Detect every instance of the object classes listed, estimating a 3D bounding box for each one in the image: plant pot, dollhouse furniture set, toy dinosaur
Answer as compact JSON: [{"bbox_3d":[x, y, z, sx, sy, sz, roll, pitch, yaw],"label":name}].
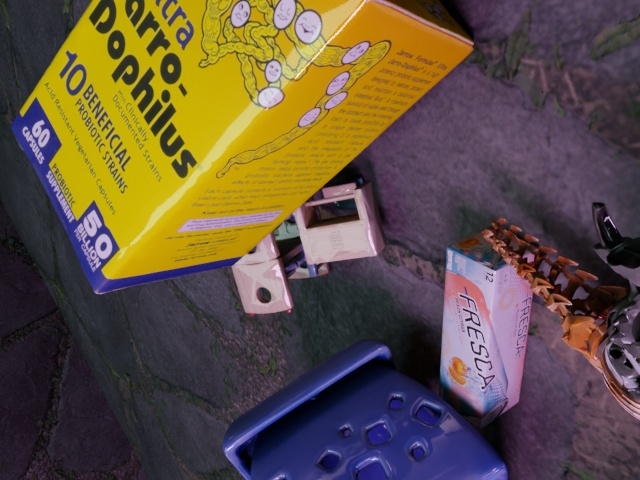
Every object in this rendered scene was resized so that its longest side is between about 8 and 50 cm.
[{"bbox_3d":[0.043,0.260,0.685,0.212,0.236,0.236,49,167,39],"label":"plant pot"},{"bbox_3d":[0.000,0.000,0.760,0.183,0.129,0.129,-9,105,26],"label":"dollhouse furniture set"},{"bbox_3d":[0.241,0.069,0.412,0.321,0.164,0.218,14,140,27],"label":"toy dinosaur"}]

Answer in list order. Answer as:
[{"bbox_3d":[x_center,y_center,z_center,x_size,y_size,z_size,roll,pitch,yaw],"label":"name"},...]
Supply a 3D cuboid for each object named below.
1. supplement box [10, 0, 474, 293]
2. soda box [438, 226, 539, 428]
[{"bbox_3d":[-0.082,-0.137,0.575,0.356,0.195,0.194,-40,74,30],"label":"supplement box"},{"bbox_3d":[0.156,0.084,0.606,0.058,0.063,0.183,30,133,46],"label":"soda box"}]
